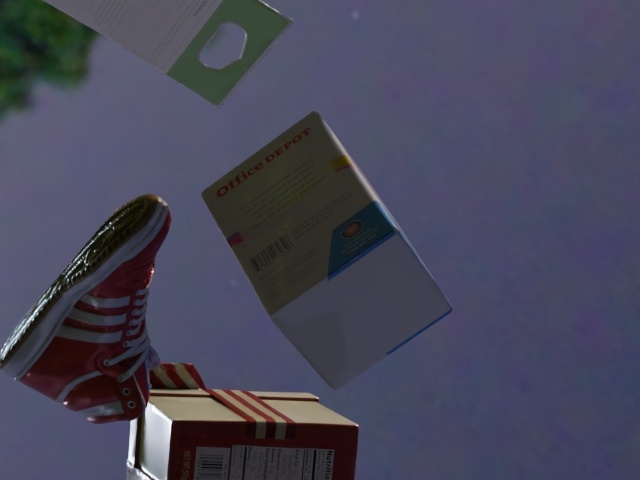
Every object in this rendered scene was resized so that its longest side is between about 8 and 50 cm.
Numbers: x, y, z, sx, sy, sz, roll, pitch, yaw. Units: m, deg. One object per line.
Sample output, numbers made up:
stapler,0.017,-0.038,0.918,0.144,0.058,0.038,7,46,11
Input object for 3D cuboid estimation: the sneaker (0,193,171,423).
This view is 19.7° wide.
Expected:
sneaker,-0.085,0.034,0.810,0.118,0.067,0.042,-45,-165,30

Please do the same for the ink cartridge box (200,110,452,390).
ink cartridge box,0.000,0.000,1.133,0.092,0.090,0.143,-35,-135,4

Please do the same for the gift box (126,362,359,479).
gift box,-0.118,0.284,2.133,0.258,0.276,0.255,-167,-94,-74

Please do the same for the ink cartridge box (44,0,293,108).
ink cartridge box,-0.147,-0.226,1.572,0.171,0.235,0.056,-42,-158,56
